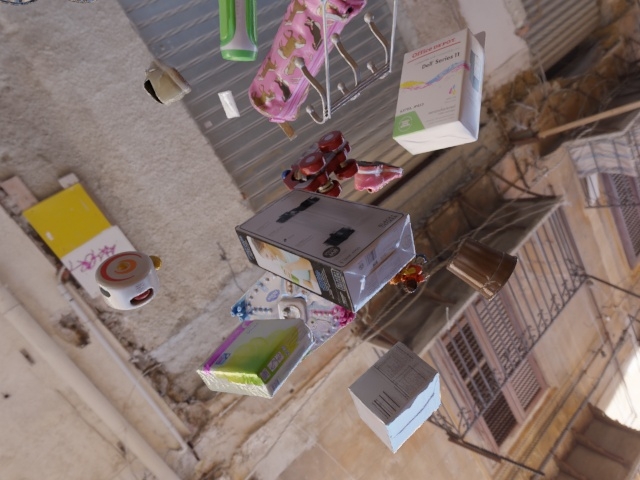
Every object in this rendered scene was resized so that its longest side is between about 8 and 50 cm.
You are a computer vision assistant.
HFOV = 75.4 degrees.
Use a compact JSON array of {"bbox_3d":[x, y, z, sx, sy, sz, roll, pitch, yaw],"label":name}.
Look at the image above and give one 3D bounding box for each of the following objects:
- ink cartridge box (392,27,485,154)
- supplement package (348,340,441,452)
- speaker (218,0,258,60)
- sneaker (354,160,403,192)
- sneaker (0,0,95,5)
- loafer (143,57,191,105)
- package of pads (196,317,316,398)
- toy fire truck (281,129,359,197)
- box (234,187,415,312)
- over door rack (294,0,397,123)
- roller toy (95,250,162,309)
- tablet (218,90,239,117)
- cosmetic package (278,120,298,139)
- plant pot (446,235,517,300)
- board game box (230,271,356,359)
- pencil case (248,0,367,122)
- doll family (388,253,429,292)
[{"bbox_3d":[0.337,-0.442,1.167,0.207,0.119,0.352,-4,-109,44],"label":"ink cartridge box"},{"bbox_3d":[0.215,0.441,1.172,0.203,0.194,0.149,-36,-136,-20],"label":"supplement package"},{"bbox_3d":[-0.263,-0.740,1.323,0.132,0.296,0.131,1,-162,0],"label":"speaker"},{"bbox_3d":[0.253,-0.284,1.871,0.314,0.136,0.116,-8,-153,-44],"label":"sneaker"},{"bbox_3d":[-0.720,-0.684,1.047,0.287,0.108,0.130,-16,170,-18],"label":"sneaker"},{"bbox_3d":[-0.443,-0.434,1.143,0.092,0.102,0.269,-44,-143,-9],"label":"loafer"},{"bbox_3d":[-0.182,0.328,1.193,0.297,0.101,0.229,-11,-156,42],"label":"package of pads"},{"bbox_3d":[-0.020,-0.278,1.581,0.254,0.169,0.302,9,-128,47],"label":"toy fire truck"},{"bbox_3d":[0.000,0.000,0.743,0.290,0.087,0.169,18,-133,43],"label":"box"},{"bbox_3d":[0.067,-0.420,0.825,0.239,0.108,0.324,-43,164,-22],"label":"over door rack"},{"bbox_3d":[-0.681,0.135,1.470,0.210,0.146,0.191,-1,-140,-4],"label":"roller toy"},{"bbox_3d":[-0.295,-0.438,1.334,0.054,0.083,0.006,1,-145,31],"label":"tablet"},{"bbox_3d":[-0.158,-0.530,1.956,0.041,0.115,0.060,-38,-166,4],"label":"cosmetic package"},{"bbox_3d":[0.506,0.078,1.325,0.166,0.165,0.167,-55,170,-15],"label":"plant pot"},{"bbox_3d":[-0.120,0.303,1.715,0.390,0.390,0.050,-44,-171,23],"label":"board game box"},{"bbox_3d":[-0.047,-0.485,1.052,0.386,0.160,0.167,-48,-166,41],"label":"pencil case"},{"bbox_3d":[0.174,0.074,1.194,0.263,0.118,0.163,-2,-142,30],"label":"doll family"}]
